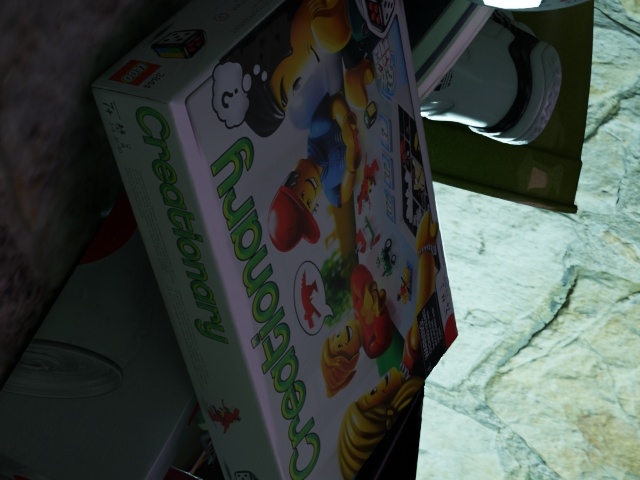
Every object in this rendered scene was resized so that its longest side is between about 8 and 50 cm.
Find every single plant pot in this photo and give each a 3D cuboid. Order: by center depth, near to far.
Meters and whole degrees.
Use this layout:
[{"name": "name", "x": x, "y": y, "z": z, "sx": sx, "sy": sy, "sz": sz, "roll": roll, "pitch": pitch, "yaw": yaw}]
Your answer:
[{"name": "plant pot", "x": 0.220, "y": -0.254, "z": 1.793, "sx": 0.366, "sy": 0.367, "sz": 0.353, "roll": -46, "pitch": 151, "yaw": -81}]

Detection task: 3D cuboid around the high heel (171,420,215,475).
[{"name": "high heel", "x": -0.161, "y": 0.218, "z": 1.331, "sx": 0.261, "sy": 0.093, "sz": 0.186, "roll": -58, "pitch": -179, "yaw": 20}]

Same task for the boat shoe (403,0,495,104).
[{"name": "boat shoe", "x": 0.093, "y": -0.251, "z": 0.985, "sx": 0.500, "sy": 0.156, "sz": 0.187, "roll": -56, "pitch": -177, "yaw": 11}]

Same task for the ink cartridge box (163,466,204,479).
[{"name": "ink cartridge box", "x": -0.202, "y": 0.399, "z": 1.088, "sx": 0.279, "sy": 0.160, "sz": 0.384, "roll": 89, "pitch": 26, "yaw": -57}]

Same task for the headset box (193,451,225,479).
[{"name": "headset box", "x": -0.089, "y": 0.240, "z": 1.599, "sx": 0.293, "sy": 0.218, "sz": 0.110, "roll": -60, "pitch": 176, "yaw": -31}]

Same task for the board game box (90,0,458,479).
[{"name": "board game box", "x": -0.007, "y": -0.004, "z": 0.720, "sx": 0.193, "sy": 0.053, "sz": 0.305, "roll": -48, "pitch": 139, "yaw": -37}]

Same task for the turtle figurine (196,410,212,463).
[{"name": "turtle figurine", "x": -0.135, "y": 0.153, "z": 0.946, "sx": 0.175, "sy": 0.118, "sz": 0.234, "roll": -50, "pitch": -164, "yaw": 16}]

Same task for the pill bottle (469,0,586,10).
[{"name": "pill bottle", "x": 0.128, "y": -0.261, "z": 0.682, "sx": 0.229, "sy": 0.229, "sz": 0.408, "roll": -63, "pitch": 177, "yaw": 2}]

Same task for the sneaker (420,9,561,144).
[{"name": "sneaker", "x": 0.113, "y": -0.221, "z": 1.468, "sx": 0.366, "sy": 0.210, "sz": 0.137, "roll": -121, "pitch": -132, "yaw": -65}]

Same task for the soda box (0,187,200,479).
[{"name": "soda box", "x": -0.087, "y": 0.025, "z": 0.776, "sx": 0.286, "sy": 0.098, "sz": 0.091, "roll": -61, "pitch": 176, "yaw": -22}]

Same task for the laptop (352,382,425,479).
[{"name": "laptop", "x": -0.047, "y": 0.206, "z": 1.100, "sx": 0.382, "sy": 0.236, "sz": 0.408, "roll": 87, "pitch": 28, "yaw": -56}]
